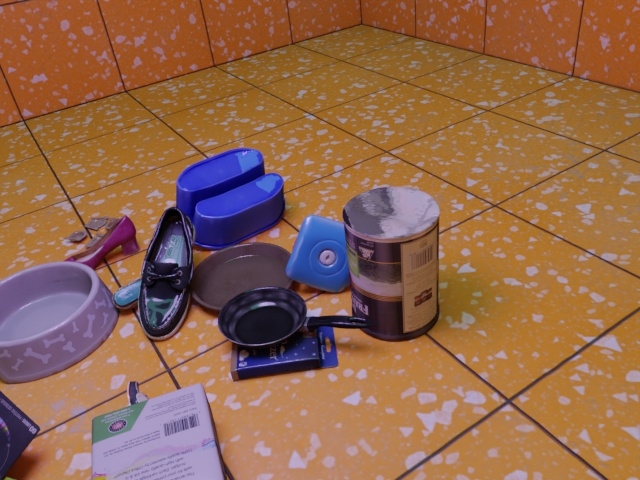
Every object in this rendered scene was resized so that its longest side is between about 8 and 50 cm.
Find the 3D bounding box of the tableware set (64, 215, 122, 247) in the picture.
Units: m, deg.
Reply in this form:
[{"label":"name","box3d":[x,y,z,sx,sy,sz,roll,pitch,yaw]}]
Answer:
[{"label":"tableware set","box3d":[-0.689,-0.030,1.732,0.141,0.020,0.168,5,36,18]}]

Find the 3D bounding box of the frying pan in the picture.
[{"label":"frying pan","box3d":[-0.062,0.162,1.240,0.326,0.053,0.197,-7,32,-3]}]

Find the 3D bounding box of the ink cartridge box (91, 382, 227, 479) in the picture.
[{"label":"ink cartridge box","box3d":[-0.262,0.400,0.935,0.201,0.117,0.278,-16,35,-12]}]

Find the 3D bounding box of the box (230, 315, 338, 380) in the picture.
[{"label":"box","box3d":[-0.080,0.229,1.223,0.225,0.036,0.136,-7,34,-1]}]

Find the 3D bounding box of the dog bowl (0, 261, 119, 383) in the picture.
[{"label":"dog bowl","box3d":[-0.675,0.178,1.355,0.349,0.102,0.349,-5,34,3]}]

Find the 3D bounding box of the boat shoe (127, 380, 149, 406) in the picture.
[{"label":"boat shoe","box3d":[-0.357,0.331,1.116,0.043,0.049,0.137,-14,37,-16]}]

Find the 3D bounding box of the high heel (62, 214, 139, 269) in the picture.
[{"label":"high heel","box3d":[-0.633,0.016,1.567,0.244,0.117,0.082,-19,36,-17]}]

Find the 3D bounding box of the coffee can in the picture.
[{"label":"coffee can","box3d":[0.158,0.050,1.224,0.202,0.275,0.201,-5,34,3]}]

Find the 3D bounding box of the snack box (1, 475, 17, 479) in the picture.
[{"label":"snack box","box3d":[-0.476,0.489,0.889,0.207,0.070,0.174,4,37,20]}]

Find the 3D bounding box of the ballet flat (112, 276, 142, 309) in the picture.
[{"label":"ballet flat","box3d":[-0.429,0.113,1.430,0.206,0.067,0.073,-24,80,-22]}]

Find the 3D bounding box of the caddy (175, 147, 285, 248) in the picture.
[{"label":"caddy","box3d":[-0.262,-0.115,1.642,0.341,0.179,0.241,-26,61,-26]}]

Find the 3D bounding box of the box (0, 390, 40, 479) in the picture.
[{"label":"box","box3d":[-0.644,0.384,0.940,0.143,0.165,0.270,-27,22,27]}]

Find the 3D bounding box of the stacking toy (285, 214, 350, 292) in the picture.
[{"label":"stacking toy","box3d":[0.000,0.000,1.466,0.166,0.175,0.302,18,13,-12]}]

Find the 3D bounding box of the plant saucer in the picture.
[{"label":"plant saucer","box3d":[-0.194,0.097,1.433,0.278,0.041,0.278,-5,34,3]}]

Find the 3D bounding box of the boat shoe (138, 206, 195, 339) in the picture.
[{"label":"boat shoe","box3d":[-0.369,0.065,1.356,0.127,0.113,0.340,8,57,0]}]
